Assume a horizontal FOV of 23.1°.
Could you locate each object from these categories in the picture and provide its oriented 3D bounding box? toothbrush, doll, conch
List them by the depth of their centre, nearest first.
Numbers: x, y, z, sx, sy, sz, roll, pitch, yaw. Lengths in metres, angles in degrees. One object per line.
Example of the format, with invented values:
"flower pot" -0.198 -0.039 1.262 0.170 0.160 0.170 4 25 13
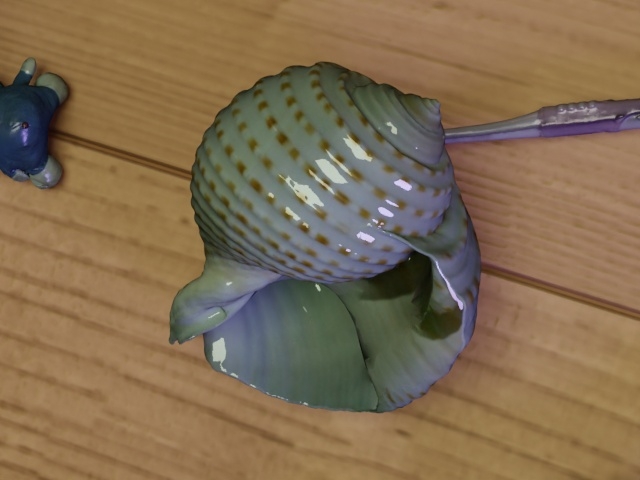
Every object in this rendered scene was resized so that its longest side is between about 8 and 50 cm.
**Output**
"conch" 0.005 -0.009 0.829 0.172 0.131 0.200 37 141 -17
"toothbrush" 0.156 -0.073 0.851 0.354 0.024 0.029 -4 78 14
"doll" -0.194 -0.074 0.923 0.083 0.050 0.076 7 85 16
